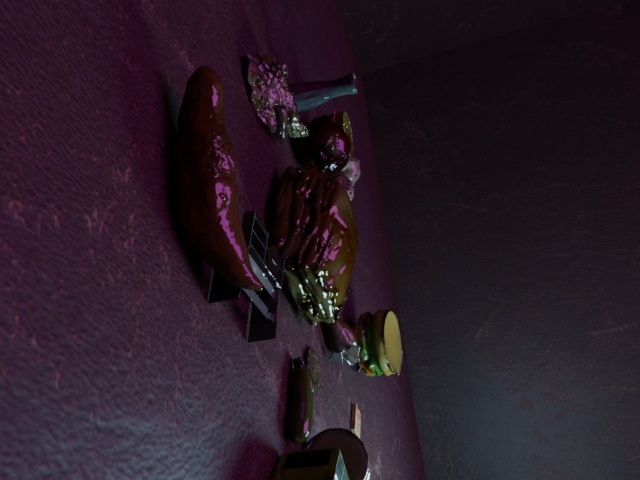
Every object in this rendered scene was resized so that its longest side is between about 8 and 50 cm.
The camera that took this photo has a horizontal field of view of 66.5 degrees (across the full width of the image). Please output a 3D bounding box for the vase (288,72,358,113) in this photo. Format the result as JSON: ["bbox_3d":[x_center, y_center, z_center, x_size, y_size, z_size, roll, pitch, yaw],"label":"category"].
[{"bbox_3d":[-0.005,-0.407,1.346,0.086,0.214,0.086,-11,90,-76],"label":"vase"}]

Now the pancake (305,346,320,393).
[{"bbox_3d":[-0.017,0.310,1.162,0.115,0.011,0.114,-11,90,-76],"label":"pancake"}]

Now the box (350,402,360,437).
[{"bbox_3d":[0.106,0.541,1.456,0.093,0.015,0.058,-79,156,-56],"label":"box"}]

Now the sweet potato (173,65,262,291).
[{"bbox_3d":[-0.168,-0.089,0.723,0.106,0.095,0.354,-10,86,-31],"label":"sweet potato"}]

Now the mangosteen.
[{"bbox_3d":[0.005,-0.262,1.427,0.180,0.166,0.166,-177,-105,-79],"label":"mangosteen"}]

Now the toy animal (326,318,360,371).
[{"bbox_3d":[0.063,0.281,1.374,0.179,0.089,0.188,-107,172,-61],"label":"toy animal"}]

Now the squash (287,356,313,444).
[{"bbox_3d":[-0.040,0.323,0.993,0.183,0.052,0.052,-91,163,-45],"label":"squash"}]

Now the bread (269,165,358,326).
[{"bbox_3d":[0.000,0.000,1.150,0.324,0.167,0.277,-89,161,-44],"label":"bread"}]

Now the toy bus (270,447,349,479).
[{"bbox_3d":[0.004,0.510,0.855,0.150,0.128,0.262,-58,134,-70],"label":"toy bus"}]

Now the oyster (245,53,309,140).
[{"bbox_3d":[-0.109,-0.353,1.190,0.223,0.083,0.214,-29,104,-68],"label":"oyster"}]

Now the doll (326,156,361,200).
[{"bbox_3d":[0.075,-0.210,1.748,0.278,0.119,0.154,-74,151,-41],"label":"doll"}]

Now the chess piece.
[{"bbox_3d":[0.056,0.530,1.060,0.142,0.143,0.260,-86,164,-46],"label":"chess piece"}]

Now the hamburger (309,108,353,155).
[{"bbox_3d":[0.027,-0.334,1.572,0.175,0.137,0.175,-6,90,-78],"label":"hamburger"}]

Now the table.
[{"bbox_3d":[-0.121,0.062,0.843,0.146,0.063,0.175,63,22,-49],"label":"table"}]

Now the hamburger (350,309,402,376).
[{"bbox_3d":[0.179,0.342,1.631,0.237,0.149,0.237,-10,90,-67],"label":"hamburger"}]
